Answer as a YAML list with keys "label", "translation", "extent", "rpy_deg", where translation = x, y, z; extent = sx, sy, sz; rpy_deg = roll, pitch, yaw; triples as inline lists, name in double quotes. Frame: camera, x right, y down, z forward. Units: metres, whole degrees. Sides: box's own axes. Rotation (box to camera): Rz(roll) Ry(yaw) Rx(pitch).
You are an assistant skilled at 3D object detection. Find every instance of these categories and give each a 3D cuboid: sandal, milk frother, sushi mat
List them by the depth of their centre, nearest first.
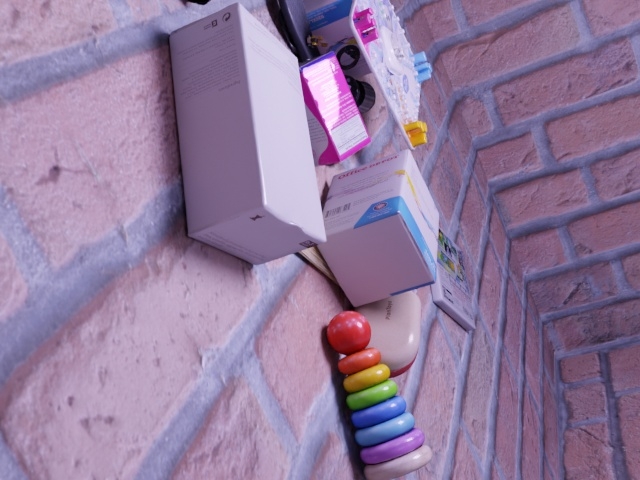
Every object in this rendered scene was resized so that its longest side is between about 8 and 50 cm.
- label: "sushi mat"
  translation: [0.000, 0.000, 1.632]
  extent: [0.316, 0.019, 0.151]
  rpy_deg: [42, 36, -52]
- label: "sandal"
  translation: [-0.058, -0.492, 1.839]
  extent: [0.097, 0.054, 0.255]
  rpy_deg: [-70, 147, -46]
- label: "milk frother"
  translation: [0.084, -0.406, 1.936]
  extent: [0.129, 0.143, 0.134]
  rpy_deg: [45, 18, 13]

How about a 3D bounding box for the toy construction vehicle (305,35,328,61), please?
- label: "toy construction vehicle"
  translation: [-0.005, -0.447, 1.837]
  extent: [0.098, 0.035, 0.086]
  rpy_deg: [-8, 93, -67]

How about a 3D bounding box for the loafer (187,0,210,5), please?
- label: "loafer"
  translation: [-0.225, -0.469, 1.407]
  extent: [0.220, 0.080, 0.078]
  rpy_deg: [-24, 105, -62]

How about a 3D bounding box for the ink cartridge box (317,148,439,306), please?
- label: "ink cartridge box"
  translation: [0.134, -0.032, 1.683]
  extent: [0.197, 0.198, 0.270]
  rpy_deg: [59, 25, -27]

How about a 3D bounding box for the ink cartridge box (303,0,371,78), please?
- label: "ink cartridge box"
  translation: [0.061, -0.557, 1.990]
  extent: [0.233, 0.168, 0.171]
  rpy_deg: [53, 30, -39]

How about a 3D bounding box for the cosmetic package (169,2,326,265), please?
- label: "cosmetic package"
  translation: [-0.124, -0.174, 1.305]
  extent: [0.217, 0.156, 0.385]
  rpy_deg: [32, 46, -57]

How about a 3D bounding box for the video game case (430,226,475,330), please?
- label: "video game case"
  translation: [0.414, 0.109, 2.489]
  extent: [0.329, 0.036, 0.300]
  rpy_deg: [37, 41, -53]

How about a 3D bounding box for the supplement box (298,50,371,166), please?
- label: "supplement box"
  translation: [0.002, -0.285, 1.684]
  extent: [0.114, 0.111, 0.220]
  rpy_deg: [-35, 109, -34]

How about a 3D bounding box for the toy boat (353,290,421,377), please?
- label: "toy boat"
  translation: [0.141, 0.215, 1.684]
  extent: [0.231, 0.150, 0.151]
  rpy_deg: [-76, 171, -52]

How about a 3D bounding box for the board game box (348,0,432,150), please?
- label: "board game box"
  translation: [0.193, -0.493, 1.970]
  extent: [0.390, 0.050, 0.390]
  rpy_deg: [58, 29, -34]

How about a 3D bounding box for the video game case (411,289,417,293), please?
- label: "video game case"
  translation: [0.197, 0.088, 2.017]
  extent: [0.184, 0.023, 0.201]
  rpy_deg: [69, 22, -9]

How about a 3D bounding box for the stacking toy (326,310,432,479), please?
- label: "stacking toy"
  translation: [0.103, 0.297, 1.520]
  extent: [0.141, 0.141, 0.330]
  rpy_deg: [1, 68, -66]
